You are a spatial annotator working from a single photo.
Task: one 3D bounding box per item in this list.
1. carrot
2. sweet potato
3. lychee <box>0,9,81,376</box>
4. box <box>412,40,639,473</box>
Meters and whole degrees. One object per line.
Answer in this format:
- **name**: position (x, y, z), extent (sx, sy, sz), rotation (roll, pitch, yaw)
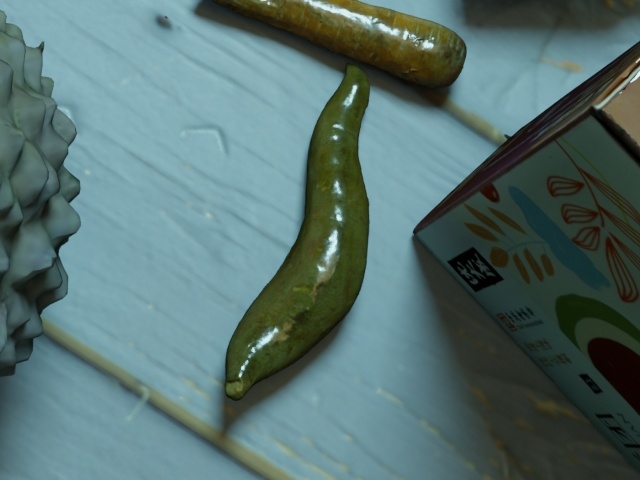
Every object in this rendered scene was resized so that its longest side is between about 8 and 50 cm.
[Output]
- **carrot**: position (0.009, -0.151, 0.996), extent (0.191, 0.047, 0.047), rotation (19, 79, -5)
- **sweet potato**: position (0.003, -0.001, 0.969), extent (0.069, 0.059, 0.249), rotation (18, 74, 7)
- **lychee**: position (-0.343, -0.019, 0.767), extent (0.432, 0.380, 0.380), rotation (-7, 82, -29)
- **box**: position (0.249, 0.053, 0.829), extent (0.122, 0.385, 0.344), rotation (-44, 90, -12)
